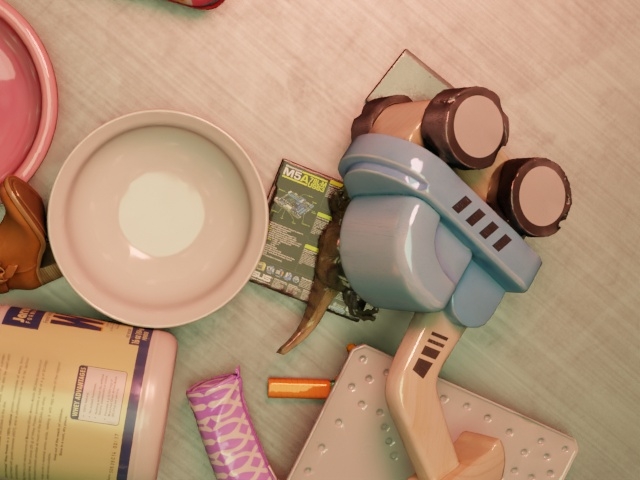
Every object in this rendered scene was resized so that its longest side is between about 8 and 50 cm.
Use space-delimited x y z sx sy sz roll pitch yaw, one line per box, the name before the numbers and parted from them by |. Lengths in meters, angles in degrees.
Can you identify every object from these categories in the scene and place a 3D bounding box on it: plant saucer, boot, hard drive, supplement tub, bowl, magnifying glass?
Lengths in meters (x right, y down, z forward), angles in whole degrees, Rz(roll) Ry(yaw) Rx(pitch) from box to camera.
plant saucer | -0.527 -0.192 1.775 0.332 0.084 0.332 0 95 -5
boot | -0.442 0.005 1.769 0.152 0.073 0.197 -17 132 5
hard drive | 0.146 -0.197 1.853 0.135 0.022 0.094 38 92 -7
supplement tub | -0.370 0.215 1.751 0.324 0.235 0.236 9 95 -5
bowl | -0.221 -0.034 1.787 0.297 0.134 0.298 0 95 -4
magnifying glass | 0.038 0.219 1.887 0.230 0.026 0.092 2 96 -4

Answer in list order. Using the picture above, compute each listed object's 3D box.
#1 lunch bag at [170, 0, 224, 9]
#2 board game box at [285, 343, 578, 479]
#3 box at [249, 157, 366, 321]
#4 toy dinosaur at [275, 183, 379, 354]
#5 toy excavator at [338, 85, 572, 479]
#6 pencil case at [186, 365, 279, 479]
lunch bag | -0.237 -0.419 1.704 0.293 0.258 0.120 19 59 -13
board game box | 0.126 0.387 1.861 0.389 0.050 0.390 25 94 -18
box | 0.000 0.000 1.853 0.190 0.045 0.184 20 92 -5
toy dinosaur | 0.037 0.051 1.809 0.118 0.064 0.268 19 96 3
toy excavator | 0.148 0.079 1.715 0.433 0.222 0.445 42 71 -27
pencil case | -0.122 0.291 1.850 0.088 0.086 0.206 -19 98 14
